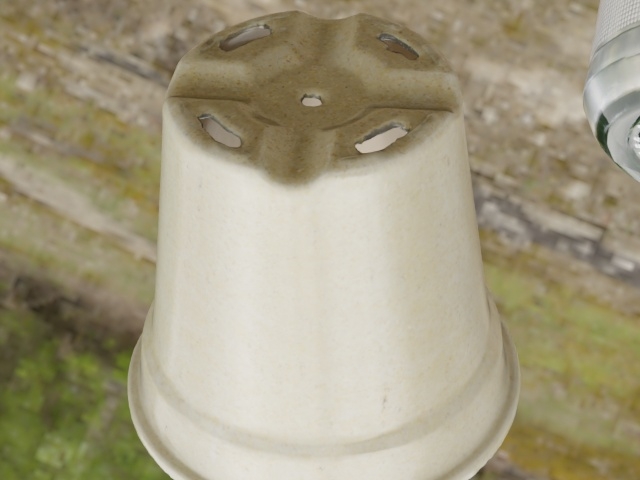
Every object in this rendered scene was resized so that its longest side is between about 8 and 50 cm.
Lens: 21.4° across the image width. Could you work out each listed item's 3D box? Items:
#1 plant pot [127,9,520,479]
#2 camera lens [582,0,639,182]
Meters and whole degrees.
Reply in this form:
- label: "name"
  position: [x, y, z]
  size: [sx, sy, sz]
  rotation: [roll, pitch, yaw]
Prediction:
- label: "plant pot"
  position: [0.000, 0.000, 1.338]
  size: [0.333, 0.334, 0.305]
  rotation: [19, 134, 23]
- label: "camera lens"
  position: [0.271, -0.156, 0.938]
  size: [0.219, 0.274, 0.219]
  rotation: [11, 163, 3]
